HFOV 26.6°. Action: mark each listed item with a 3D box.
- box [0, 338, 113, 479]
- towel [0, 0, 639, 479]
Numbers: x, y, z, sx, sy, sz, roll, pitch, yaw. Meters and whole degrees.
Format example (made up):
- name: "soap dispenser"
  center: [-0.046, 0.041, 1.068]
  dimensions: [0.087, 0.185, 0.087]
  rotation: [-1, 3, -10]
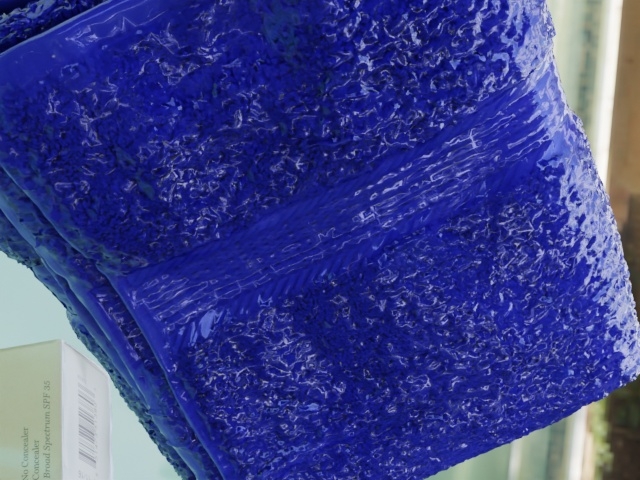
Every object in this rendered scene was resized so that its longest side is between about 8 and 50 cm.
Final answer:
- name: "box"
  center: [-0.358, 0.196, 1.253]
  dimensions: [0.121, 0.311, 0.148]
  rotation: [58, 23, -64]
- name: "towel"
  center: [0.000, 0.000, 0.529]
  dimensions: [0.076, 0.227, 0.308]
  rotation: [-104, 170, -46]
